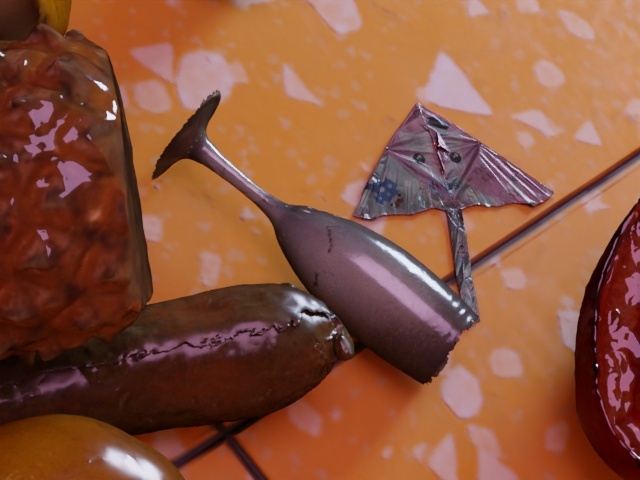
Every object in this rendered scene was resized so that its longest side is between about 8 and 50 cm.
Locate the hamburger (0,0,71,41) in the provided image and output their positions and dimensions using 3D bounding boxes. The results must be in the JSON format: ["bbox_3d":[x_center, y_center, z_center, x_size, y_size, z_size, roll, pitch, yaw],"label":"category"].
[{"bbox_3d":[-0.219,-0.225,1.036,0.176,0.300,0.300,0,60,-2],"label":"hamburger"}]

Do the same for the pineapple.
[{"bbox_3d":[-0.255,-0.007,0.952,0.340,0.169,0.169,-9,63,-7],"label":"pineapple"}]

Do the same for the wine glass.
[{"bbox_3d":[0.000,0.000,1.119,0.198,0.066,0.066,38,56,5],"label":"wine glass"}]

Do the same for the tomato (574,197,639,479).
[{"bbox_3d":[0.244,0.071,1.146,0.228,0.101,0.228,4,63,-9],"label":"tomato"}]

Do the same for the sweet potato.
[{"bbox_3d":[-0.115,0.073,1.029,0.273,0.075,0.075,-10,65,-22],"label":"sweet potato"}]

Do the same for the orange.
[{"bbox_3d":[-0.129,0.159,0.944,0.154,0.134,0.155,3,83,-23],"label":"orange"}]

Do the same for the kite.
[{"bbox_3d":[0.083,-0.020,1.194,0.137,0.005,0.152,-7,65,-23],"label":"kite"}]
